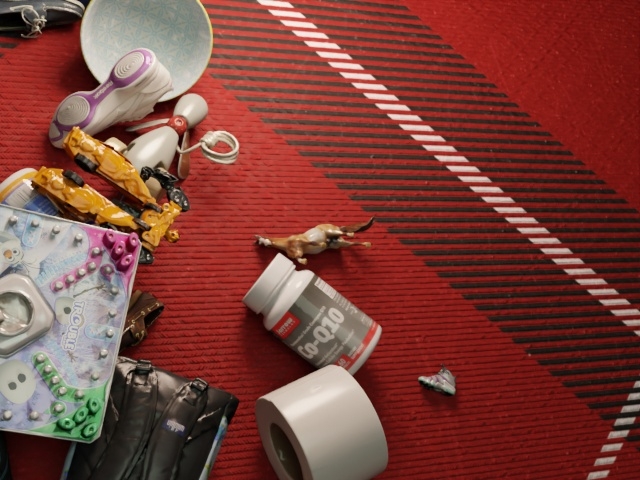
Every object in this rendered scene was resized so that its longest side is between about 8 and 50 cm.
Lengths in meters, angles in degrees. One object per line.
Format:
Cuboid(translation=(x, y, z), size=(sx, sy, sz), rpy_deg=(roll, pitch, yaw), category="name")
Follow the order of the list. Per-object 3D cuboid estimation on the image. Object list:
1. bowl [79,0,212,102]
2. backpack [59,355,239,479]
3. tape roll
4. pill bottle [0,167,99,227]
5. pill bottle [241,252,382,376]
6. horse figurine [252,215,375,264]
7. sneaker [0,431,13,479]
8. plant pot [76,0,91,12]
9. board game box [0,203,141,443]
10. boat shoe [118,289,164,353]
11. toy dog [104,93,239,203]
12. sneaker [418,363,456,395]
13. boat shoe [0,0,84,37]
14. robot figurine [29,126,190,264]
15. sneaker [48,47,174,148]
Cuboid(translation=(-0.403, -0.477, 1.749), size=(0.290, 0.289, 0.156), rpy_deg=(3, 26, -19), category="bowl")
Cuboid(translation=(-0.341, 0.438, 1.401), size=(0.290, 0.273, 0.355), rpy_deg=(19, 45, -11), category="backpack")
Cuboid(translation=(-0.001, 0.394, 1.525), size=(0.169, 0.246, 0.246), rpy_deg=(-20, 78, -26), category="tape roll")
Cuboid(translation=(-0.536, -0.006, 1.539), size=(0.272, 0.152, 0.152), rpy_deg=(42, 62, -1), category="pill bottle")
Cuboid(translation=(-0.022, 0.167, 1.651), size=(0.283, 0.161, 0.161), rpy_deg=(38, 62, -3), category="pill bottle")
Cuboid(translation=(0.000, 0.000, 1.744), size=(0.263, 0.174, 0.066), rpy_deg=(-17, 106, -29), category="horse figurine")
Cuboid(translation=(-0.603, 0.456, 1.344), size=(0.125, 0.139, 0.340), rpy_deg=(-14, 76, -26), category="sneaker")
Cuboid(translation=(-0.535, -0.663, 1.756), size=(0.212, 0.236, 0.235), rpy_deg=(15, 65, -22), category="plant pot")
Cuboid(translation=(-0.538, 0.125, 1.316), size=(0.390, 0.050, 0.389), rpy_deg=(14, 68, -18), category="board game box")
Cuboid(translation=(-0.381, 0.174, 1.531), size=(0.073, 0.073, 0.207), rpy_deg=(29, 36, -2), category="boat shoe")
Cuboid(translation=(-0.367, -0.186, 1.696), size=(0.334, 0.161, 0.220), rpy_deg=(-30, 79, -42), category="toy dog")
Cuboid(translation=(0.274, 0.317, 1.772), size=(0.098, 0.038, 0.069), rpy_deg=(25, 62, -20), category="sneaker")
Cuboid(translation=(-0.667, -0.509, 1.718), size=(0.255, 0.095, 0.079), rpy_deg=(-1, 69, -19), category="boat shoe")
Cuboid(translation=(-0.405, -0.082, 1.502), size=(0.291, 0.085, 0.211), rpy_deg=(37, 67, -13), category="robot figurine")
Cuboid(translation=(-0.455, -0.286, 1.670), size=(0.305, 0.152, 0.114), rpy_deg=(-33, 63, 8), category="sneaker")
